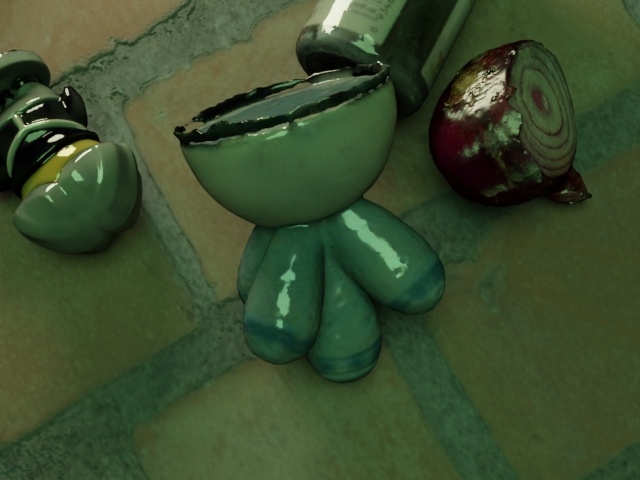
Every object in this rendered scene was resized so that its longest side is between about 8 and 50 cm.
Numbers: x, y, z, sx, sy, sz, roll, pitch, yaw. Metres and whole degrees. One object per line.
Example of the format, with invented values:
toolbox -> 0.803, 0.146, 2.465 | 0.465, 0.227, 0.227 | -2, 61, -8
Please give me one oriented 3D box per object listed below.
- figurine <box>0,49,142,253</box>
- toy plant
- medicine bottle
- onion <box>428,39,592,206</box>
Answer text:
figurine -> -0.316, -0.087, 1.136 | 0.176, 0.133, 0.236 | -42, 75, 1
toy plant -> 0.000, 0.000, 1.046 | 0.247, 0.247, 0.332 | -17, 107, -2
medicine bottle -> 0.099, -0.294, 1.156 | 0.165, 0.165, 0.273 | 26, 77, 8
onion -> 0.222, -0.107, 1.123 | 0.140, 0.218, 0.195 | -25, 37, 33
